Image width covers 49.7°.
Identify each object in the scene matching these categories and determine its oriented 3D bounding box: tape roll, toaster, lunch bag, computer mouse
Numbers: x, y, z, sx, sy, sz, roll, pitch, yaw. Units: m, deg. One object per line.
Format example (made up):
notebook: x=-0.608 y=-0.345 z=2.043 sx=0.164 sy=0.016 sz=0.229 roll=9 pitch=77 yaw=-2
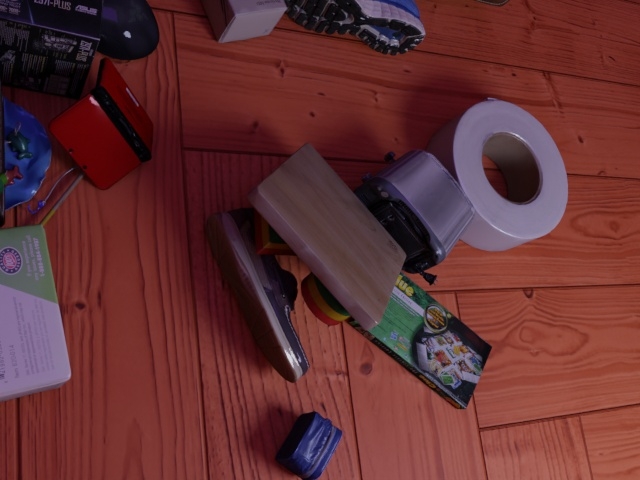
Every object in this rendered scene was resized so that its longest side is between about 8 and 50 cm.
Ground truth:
tape roll: x=0.342 y=-0.126 z=1.347 sx=0.286 sy=0.100 sz=0.286 roll=8 pitch=71 yaw=-25
toaster: x=0.172 y=-0.050 z=1.218 sx=0.227 sy=0.129 sz=0.146 roll=49 pitch=57 yaw=-4
lunch bag: x=-0.012 y=0.309 z=1.042 sx=0.065 sy=0.067 sz=0.098 roll=41 pitch=59 yaw=-11
computer mouse: x=-0.376 y=-0.371 z=1.066 sx=0.272 sy=0.072 sz=0.189 roll=18 pitch=66 yaw=-22

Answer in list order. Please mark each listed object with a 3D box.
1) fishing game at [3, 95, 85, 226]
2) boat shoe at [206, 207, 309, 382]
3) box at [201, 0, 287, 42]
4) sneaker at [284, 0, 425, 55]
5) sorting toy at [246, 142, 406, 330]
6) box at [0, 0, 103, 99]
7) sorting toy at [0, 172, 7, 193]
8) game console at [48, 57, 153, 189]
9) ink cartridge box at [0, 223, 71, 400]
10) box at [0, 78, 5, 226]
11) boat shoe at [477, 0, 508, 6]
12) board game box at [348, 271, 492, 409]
fishing game: x=-0.470 y=-0.127 z=0.959 sx=0.264 sy=0.041 sz=0.189 roll=40 pitch=58 yaw=-11
boat shoe: x=-0.079 y=0.076 z=1.064 sx=0.092 sy=0.103 sz=0.285 roll=-24 pitch=80 yaw=-26
box: x=-0.169 y=-0.491 z=1.199 sx=0.113 sy=0.094 sz=0.275 roll=-22 pitch=84 yaw=-31
sneaker: x=0.049 y=-0.469 z=1.301 sx=0.329 sy=0.129 sz=0.147 roll=14 pitch=62 yaw=-32
sorting toy: x=0.000 y=0.000 z=1.077 sx=0.257 sy=0.089 sz=0.255 roll=49 pitch=26 yaw=-7
box: x=-0.394 y=-0.283 z=0.964 sx=0.147 sy=0.180 sz=0.078 roll=7 pitch=71 yaw=-25
sorting toy: x=-0.484 y=-0.167 z=0.759 sx=0.365 sy=0.127 sz=0.126 roll=48 pitch=35 yaw=-5
game console: x=-0.318 y=-0.171 z=1.018 sx=0.085 sy=0.144 sz=0.124 roll=-16 pitch=49 yaw=9
ink cartridge box: x=-0.501 y=0.113 z=0.818 sx=0.353 sy=0.119 sz=0.207 roll=-9 pitch=79 yaw=-30
box: x=-0.584 y=-0.119 z=0.818 sx=0.381 sy=0.143 sz=0.191 roll=-2 pitch=75 yaw=-23
boat shoe: x=0.247 y=-0.556 z=1.433 sx=0.323 sy=0.122 sz=0.120 roll=19 pitch=71 yaw=-12
board game box: x=0.180 y=0.166 z=1.212 sx=0.259 sy=0.030 sz=0.136 roll=40 pitch=63 yaw=-11
